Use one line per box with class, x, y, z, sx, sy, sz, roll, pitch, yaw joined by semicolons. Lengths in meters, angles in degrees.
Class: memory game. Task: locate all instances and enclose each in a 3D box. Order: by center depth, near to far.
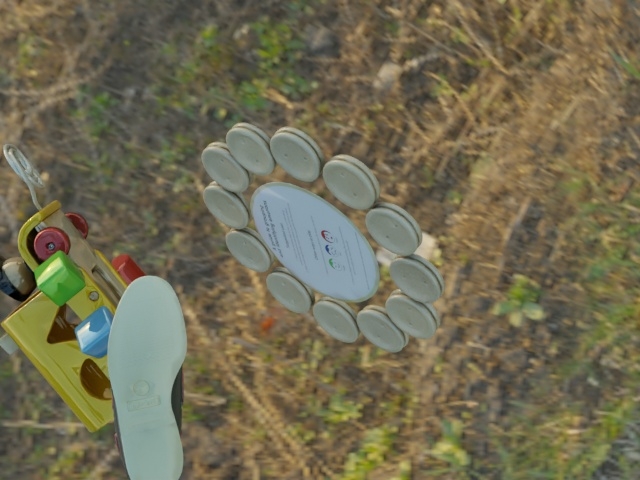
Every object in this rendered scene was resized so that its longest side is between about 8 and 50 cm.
memory game;0.000;0.000;0.923;0.186;0.186;0.012;22;55;29

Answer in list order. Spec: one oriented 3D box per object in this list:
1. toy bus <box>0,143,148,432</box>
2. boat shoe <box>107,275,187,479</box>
toy bus;-0.206;0.055;1.179;0.104;0.191;0.202;-38;51;5
boat shoe;-0.107;0.086;0.906;0.049;0.042;0.133;-4;98;-14
